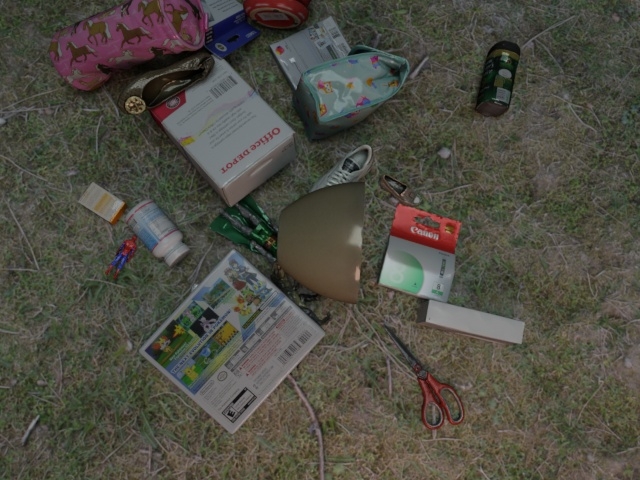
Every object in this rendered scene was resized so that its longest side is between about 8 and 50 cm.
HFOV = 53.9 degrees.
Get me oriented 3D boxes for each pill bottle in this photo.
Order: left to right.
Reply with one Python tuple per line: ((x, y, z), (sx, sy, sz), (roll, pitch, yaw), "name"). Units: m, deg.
((-0.391, -0.016, 1.525), (0.087, 0.087, 0.160), (-41, 86, -10), "pill bottle")

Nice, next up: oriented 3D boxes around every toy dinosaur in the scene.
((-0.039, 0.169, 1.541), (0.118, 0.064, 0.268), (-17, 86, -2), "toy dinosaur")

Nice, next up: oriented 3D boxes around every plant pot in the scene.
((-0.106, -0.648, 1.612), (0.191, 0.191, 0.174), (6, 89, -4), "plant pot")
((0.000, 0.000, 1.465), (0.190, 0.284, 0.284), (4, 80, 3), "plant pot")

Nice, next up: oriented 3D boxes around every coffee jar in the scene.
((0.470, -0.429, 1.664), (0.079, 0.096, 0.184), (16, 79, -5), "coffee jar")

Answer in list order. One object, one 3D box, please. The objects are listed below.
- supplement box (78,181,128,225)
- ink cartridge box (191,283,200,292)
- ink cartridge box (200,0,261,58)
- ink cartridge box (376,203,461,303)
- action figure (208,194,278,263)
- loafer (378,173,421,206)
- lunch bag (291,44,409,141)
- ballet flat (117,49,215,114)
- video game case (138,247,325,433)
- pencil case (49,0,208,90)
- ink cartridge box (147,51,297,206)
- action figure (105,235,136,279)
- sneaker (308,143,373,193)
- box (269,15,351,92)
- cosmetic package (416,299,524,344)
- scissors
((-0.535, -0.090, 1.551), (0.098, 0.036, 0.062), (33, 80, 1), "supplement box")
((-0.253, 0.157, 1.525), (0.122, 0.052, 0.089), (8, 80, -5), "ink cartridge box")
((-0.282, -0.570, 1.589), (0.224, 0.045, 0.223), (33, 42, 1), "ink cartridge box")
((0.255, 0.031, 1.590), (0.180, 0.056, 0.225), (16, 81, -2), "ink cartridge box")
((-0.145, -0.013, 1.562), (0.232, 0.063, 0.137), (39, 76, -1), "action figure")
((0.206, -0.129, 1.618), (0.125, 0.039, 0.045), (32, 79, 1), "loafer")
((0.077, -0.370, 1.556), (0.262, 0.223, 0.160), (-24, 91, -8), "lunch bag")
((-0.354, -0.363, 1.465), (0.249, 0.084, 0.058), (-32, 58, -13), "ballet flat")
((-0.205, 0.237, 1.481), (0.300, 0.036, 0.329), (43, 90, -4), "video game case")
((-0.450, -0.475, 1.479), (0.386, 0.167, 0.160), (-10, 120, 29), "pencil case")
((-0.237, -0.270, 1.535), (0.226, 0.131, 0.306), (-39, 75, -11), "ink cartridge box")
((-0.483, 0.038, 1.538), (0.038, 0.030, 0.115), (30, 74, -5), "action figure")
((0.044, -0.151, 1.582), (0.090, 0.095, 0.235), (40, 82, 1), "sneaker")
((-0.018, -0.488, 1.662), (0.186, 0.038, 0.145), (-29, 84, -10), "box")
((0.366, 0.202, 1.546), (0.239, 0.099, 0.061), (14, 80, -3), "cosmetic package")
((0.258, 0.325, 1.558), (0.109, 0.021, 0.297), (-22, 82, -6), "scissors")
